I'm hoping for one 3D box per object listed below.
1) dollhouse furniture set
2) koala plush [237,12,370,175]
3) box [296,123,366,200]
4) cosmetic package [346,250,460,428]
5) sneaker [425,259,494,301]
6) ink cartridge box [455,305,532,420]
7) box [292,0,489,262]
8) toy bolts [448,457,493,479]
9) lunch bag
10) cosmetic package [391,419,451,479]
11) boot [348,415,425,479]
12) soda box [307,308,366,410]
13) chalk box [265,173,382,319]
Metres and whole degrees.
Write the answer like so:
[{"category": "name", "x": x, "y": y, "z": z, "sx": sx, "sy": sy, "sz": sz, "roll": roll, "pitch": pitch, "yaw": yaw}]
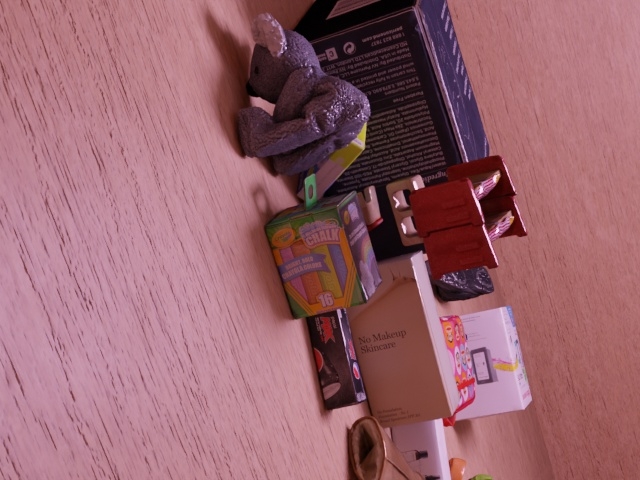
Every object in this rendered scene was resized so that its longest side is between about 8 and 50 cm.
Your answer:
[{"category": "dollhouse furniture set", "x": 0.147, "y": -0.021, "z": 1.596, "sx": 0.201, "sy": 0.374, "sz": 0.152, "roll": -31, "pitch": 106, "yaw": -56}, {"category": "koala plush", "x": -0.042, "y": -0.254, "z": 1.495, "sx": 0.221, "sy": 0.203, "sz": 0.196, "roll": 69, "pitch": 15, "yaw": 17}, {"category": "box", "x": 0.015, "y": -0.145, "z": 1.632, "sx": 0.042, "sy": 0.178, "sz": 0.109, "roll": 30, "pitch": 38, "yaw": -19}, {"category": "cosmetic package", "x": 0.151, "y": 0.190, "z": 1.757, "sx": 0.113, "sy": 0.160, "sz": 0.309, "roll": -25, "pitch": 99, "yaw": -72}, {"category": "sneaker", "x": 0.366, "y": 0.122, "z": 2.559, "sx": 0.286, "sy": 0.130, "sz": 0.109, "roll": 20, "pitch": 48, "yaw": -43}, {"category": "ink cartridge box", "x": 0.434, "y": 0.328, "z": 2.450, "sx": 0.198, "sy": 0.197, "sz": 0.270, "roll": 6, "pitch": 71, "yaw": -71}, {"category": "box", "x": 0.159, "y": -0.278, "z": 1.910, "sx": 0.480, "sy": 0.297, "sz": 0.471, "roll": -70, "pitch": 141, "yaw": -62}, {"category": "toy bolts", "x": 0.260, "y": 0.583, "z": 1.915, "sx": 0.228, "sy": 0.158, "sz": 0.218, "roll": -63, "pitch": 178, "yaw": -78}, {"category": "lunch bag", "x": 0.282, "y": 0.311, "z": 2.153, "sx": 0.293, "sy": 0.120, "sz": 0.258, "roll": 6, "pitch": 75, "yaw": -70}, {"category": "cosmetic package", "x": 0.200, "y": 0.421, "z": 1.827, "sx": 0.060, "sy": 0.099, "sz": 0.239, "roll": 46, "pitch": 34, "yaw": -59}, {"category": "boot", "x": 0.134, "y": 0.470, "z": 1.620, "sx": 0.269, "sy": 0.089, "sz": 0.236, "roll": 56, "pitch": 14, "yaw": -49}, {"category": "soda box", "x": 0.026, "y": 0.195, "z": 1.529, "sx": 0.053, "sy": 0.060, "sz": 0.169, "roll": 12, "pitch": 64, "yaw": -72}, {"category": "chalk box", "x": 0.000, "y": 0.000, "z": 1.487, "sx": 0.132, "sy": 0.132, "sz": 0.213, "roll": -41, "pitch": 115, "yaw": -69}]
